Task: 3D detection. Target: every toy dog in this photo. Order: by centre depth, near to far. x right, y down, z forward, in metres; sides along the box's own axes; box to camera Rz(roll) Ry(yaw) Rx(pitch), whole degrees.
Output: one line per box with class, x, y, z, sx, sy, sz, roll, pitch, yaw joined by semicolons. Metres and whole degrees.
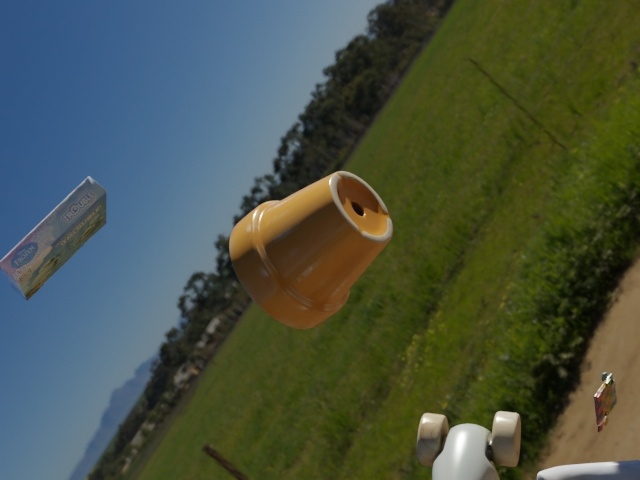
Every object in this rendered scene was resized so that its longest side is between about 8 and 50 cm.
toy dog;0.209;0.407;1.174;0.334;0.220;0.161;-47;-46;-33

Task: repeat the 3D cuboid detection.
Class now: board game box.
board game box;-0.200;0.001;0.597;0.090;0.020;0.090;-49;1;-20

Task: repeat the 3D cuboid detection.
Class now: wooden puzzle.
wooden puzzle;0.373;0.208;1.023;0.006;0.083;0.049;13;39;42

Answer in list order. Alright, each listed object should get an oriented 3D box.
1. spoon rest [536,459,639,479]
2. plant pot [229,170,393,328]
spoon rest;0.312;0.206;0.615;0.084;0.137;0.276;-11;0;-44
plant pot;0.000;0.000;1.181;0.188;0.205;0.205;-39;13;31
